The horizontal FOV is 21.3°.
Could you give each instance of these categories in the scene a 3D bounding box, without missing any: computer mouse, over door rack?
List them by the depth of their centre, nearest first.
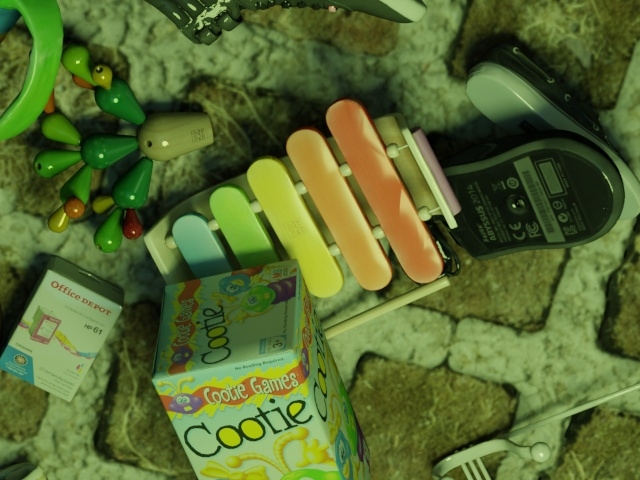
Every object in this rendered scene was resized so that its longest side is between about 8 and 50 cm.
[{"bbox_3d":[0.185,-0.055,1.709,0.272,0.072,0.188,-7,115,34],"label":"computer mouse"},{"bbox_3d":[0.314,0.279,1.835,0.324,0.108,0.239,-27,107,4],"label":"over door rack"}]

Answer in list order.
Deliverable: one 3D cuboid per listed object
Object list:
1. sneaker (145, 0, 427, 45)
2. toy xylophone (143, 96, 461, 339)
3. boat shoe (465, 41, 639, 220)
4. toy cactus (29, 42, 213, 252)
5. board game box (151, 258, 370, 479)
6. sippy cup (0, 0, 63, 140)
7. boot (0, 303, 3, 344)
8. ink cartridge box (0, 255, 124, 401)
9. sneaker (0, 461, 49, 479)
[{"bbox_3d":[-0.051,-0.243,1.660,0.296,0.104,0.147,24,105,-5],"label":"sneaker"},{"bbox_3d":[0.000,0.000,1.714,0.323,0.081,0.236,-30,105,22],"label":"toy xylophone"},{"bbox_3d":[0.247,-0.116,1.733,0.228,0.080,0.076,38,57,-7],"label":"boat shoe"},{"bbox_3d":[-0.198,-0.098,1.699,0.180,0.112,0.219,-13,98,-10],"label":"toy cactus"},{"bbox_3d":[-0.052,0.177,1.707,0.142,0.144,0.275,-12,127,11],"label":"board game box"},{"bbox_3d":[-0.395,-0.219,1.587,0.240,0.305,0.224,15,119,-37],"label":"sippy cup"},{"bbox_3d":[-0.408,0.029,1.741,0.106,0.082,0.219,-12,113,22],"label":"boot"},{"bbox_3d":[-0.269,0.091,1.766,0.088,0.052,0.122,27,102,-11],"label":"ink cartridge box"},{"bbox_3d":[-0.269,0.320,1.807,0.292,0.108,0.169,-2,110,-2],"label":"sneaker"}]
